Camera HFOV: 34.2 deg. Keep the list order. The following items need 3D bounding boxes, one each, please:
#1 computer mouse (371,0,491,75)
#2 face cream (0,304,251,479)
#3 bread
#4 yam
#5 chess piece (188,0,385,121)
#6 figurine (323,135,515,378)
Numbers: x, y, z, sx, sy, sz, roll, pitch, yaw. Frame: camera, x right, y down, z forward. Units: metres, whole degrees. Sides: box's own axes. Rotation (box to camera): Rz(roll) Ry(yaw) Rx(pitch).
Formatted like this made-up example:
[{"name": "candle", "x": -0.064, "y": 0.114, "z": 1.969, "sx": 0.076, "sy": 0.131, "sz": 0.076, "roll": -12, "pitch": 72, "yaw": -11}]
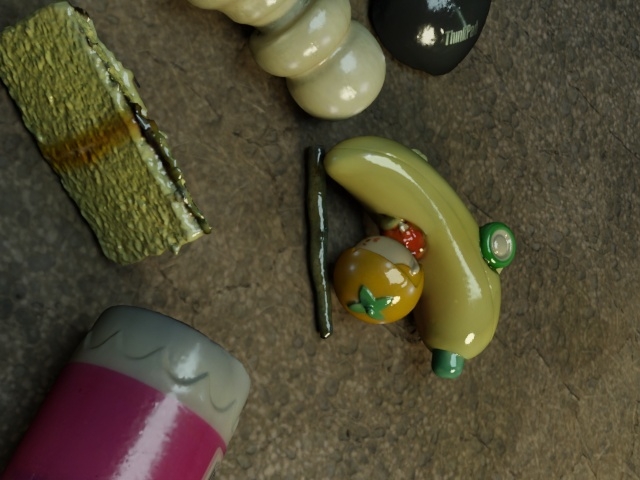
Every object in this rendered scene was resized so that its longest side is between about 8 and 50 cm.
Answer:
[{"name": "computer mouse", "x": 0.160, "y": -0.362, "z": 1.391, "sx": 0.170, "sy": 0.100, "sz": 0.269, "roll": 14, "pitch": 74, "yaw": -38}, {"name": "face cream", "x": -0.178, "y": 0.184, "z": 0.977, "sx": 0.175, "sy": 0.175, "sz": 0.195, "roll": 41, "pitch": 58, "yaw": -26}, {"name": "bread", "x": -0.212, "y": -0.108, "z": 1.042, "sx": 0.266, "sy": 0.142, "sz": 0.178, "roll": 64, "pitch": 11, "yaw": -9}, {"name": "yam", "x": 0.000, "y": 0.000, "z": 1.244, "sx": 0.027, "sy": 0.029, "sz": 0.234, "roll": 4, "pitch": 80, "yaw": -49}, {"name": "chess piece", "x": -0.037, "y": -0.261, "z": 1.188, "sx": 0.299, "sy": 0.167, "sz": 0.167, "roll": 47, "pitch": 57, "yaw": -28}, {"name": "figurine", "x": 0.103, "y": 0.018, "z": 1.268, "sx": 0.324, "sy": 0.124, "sz": 0.222, "roll": 51, "pitch": 61, "yaw": -22}]
